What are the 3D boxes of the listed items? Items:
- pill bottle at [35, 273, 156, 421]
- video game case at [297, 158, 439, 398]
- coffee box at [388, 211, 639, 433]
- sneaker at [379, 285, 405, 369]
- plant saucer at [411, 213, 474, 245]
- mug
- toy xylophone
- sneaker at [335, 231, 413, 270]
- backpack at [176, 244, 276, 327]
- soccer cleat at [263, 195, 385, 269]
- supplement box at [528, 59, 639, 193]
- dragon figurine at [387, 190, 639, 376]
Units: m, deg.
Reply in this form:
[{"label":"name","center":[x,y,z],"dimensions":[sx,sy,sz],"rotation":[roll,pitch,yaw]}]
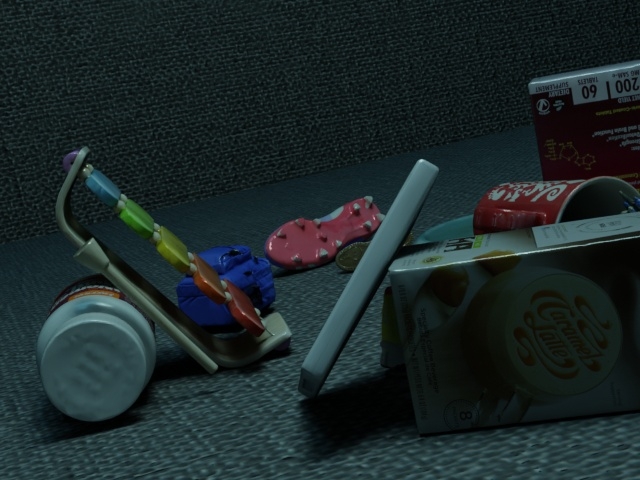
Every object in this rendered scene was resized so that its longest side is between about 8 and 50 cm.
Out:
[{"label":"pill bottle","center":[-0.233,0.110,1.176],"dimensions":[0.121,0.121,0.221],"rotation":[-12,9,-8]},{"label":"video game case","center":[0.038,0.041,0.986],"dimensions":[0.023,0.201,0.183],"rotation":[29,-12,4]},{"label":"coffee box","center":[0.192,0.061,0.902],"dimensions":[0.247,0.141,0.098],"rotation":[-10,9,13]},{"label":"sneaker","center":[0.147,0.061,1.109],"dimensions":[0.209,0.094,0.081],"rotation":[-15,8,-31]},{"label":"plant saucer","center":[0.266,-0.007,1.556],"dimensions":[0.318,0.043,0.317],"rotation":[-10,9,2]},{"label":"mug","center":[0.222,-0.021,1.128],"dimensions":[0.113,0.150,0.169],"rotation":[-55,21,-9]},{"label":"toy xylophone","center":[-0.166,0.033,1.217],"dimensions":[0.081,0.323,0.236],"rotation":[-48,20,0]},{"label":"sneaker","center":[0.079,0.014,1.645],"dimensions":[0.119,0.042,0.067],"rotation":[-20,-2,2]},{"label":"backpack","center":[-0.113,0.056,1.443],"dimensions":[0.098,0.101,0.120],"rotation":[2,11,29]},{"label":"soccer cleat","center":[0.000,0.000,1.773],"dimensions":[0.248,0.083,0.095],"rotation":[-26,-13,-42]},{"label":"supplement box","center":[0.316,-0.073,1.262],"dimensions":[0.130,0.239,0.073],"rotation":[-9,11,17]},{"label":"dragon figurine","center":[0.198,0.042,1.002],"dimensions":[0.289,0.144,0.085],"rotation":[-9,9,13]}]
